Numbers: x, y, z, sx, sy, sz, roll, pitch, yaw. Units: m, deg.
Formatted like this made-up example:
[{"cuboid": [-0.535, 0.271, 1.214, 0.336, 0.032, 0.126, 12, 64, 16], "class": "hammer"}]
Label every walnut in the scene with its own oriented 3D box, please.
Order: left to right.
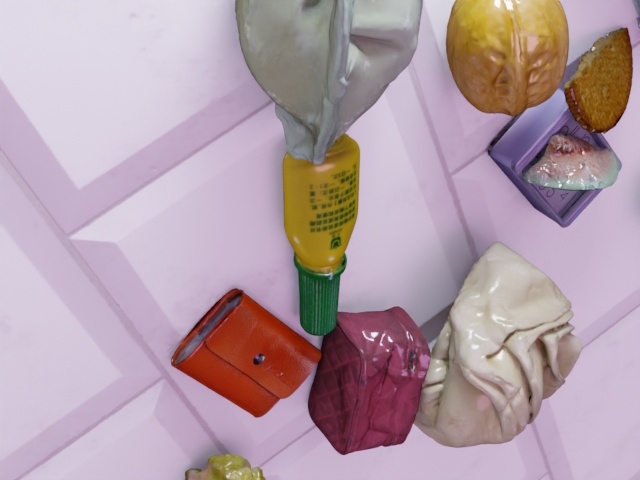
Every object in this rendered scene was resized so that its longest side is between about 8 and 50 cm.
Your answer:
[{"cuboid": [0.245, -0.253, 1.307, 0.159, 0.159, 0.207, -29, 138, -15], "class": "walnut"}]

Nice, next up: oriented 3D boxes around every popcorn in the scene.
[{"cuboid": [-0.145, 0.390, 1.498, 0.126, 0.126, 0.145, 5, 141, -28], "class": "popcorn"}]

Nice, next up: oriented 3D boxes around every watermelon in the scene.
[{"cuboid": [0.388, -0.106, 1.457, 0.155, 0.101, 0.080, 3, 106, -45], "class": "watermelon"}]

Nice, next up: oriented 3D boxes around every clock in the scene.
[{"cuboid": [0.361, -0.127, 1.522, 0.144, 0.073, 0.193, -48, 133, 3], "class": "clock"}]

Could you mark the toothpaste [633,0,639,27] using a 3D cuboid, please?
[{"cuboid": [0.487, -0.388, 1.433, 0.089, 0.071, 0.313, -44, 133, -4], "class": "toothpaste"}]

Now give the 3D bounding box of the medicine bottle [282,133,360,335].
[{"cuboid": [0.000, 0.000, 1.362, 0.111, 0.076, 0.309, -16, 127, -24], "class": "medicine bottle"}]

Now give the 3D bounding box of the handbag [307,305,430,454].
[{"cuboid": [0.074, 0.210, 1.509, 0.135, 0.146, 0.225, -5, 122, -25], "class": "handbag"}]

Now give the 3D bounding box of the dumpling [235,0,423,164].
[{"cuboid": [0.001, -0.256, 1.117, 0.270, 0.212, 0.320, -52, 131, -47], "class": "dumpling"}]

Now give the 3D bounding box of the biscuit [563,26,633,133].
[{"cuboid": [0.410, -0.223, 1.458, 0.206, 0.025, 0.126, -42, 121, -38], "class": "biscuit"}]

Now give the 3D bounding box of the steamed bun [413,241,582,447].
[{"cuboid": [0.278, 0.185, 1.532, 0.289, 0.203, 0.276, -60, 165, -19], "class": "steamed bun"}]

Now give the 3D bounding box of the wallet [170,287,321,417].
[{"cuboid": [-0.102, 0.167, 1.429, 0.142, 0.045, 0.204, -46, 134, 1], "class": "wallet"}]
